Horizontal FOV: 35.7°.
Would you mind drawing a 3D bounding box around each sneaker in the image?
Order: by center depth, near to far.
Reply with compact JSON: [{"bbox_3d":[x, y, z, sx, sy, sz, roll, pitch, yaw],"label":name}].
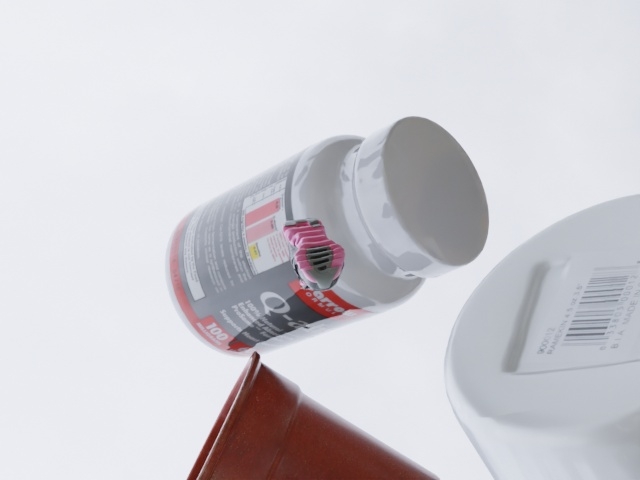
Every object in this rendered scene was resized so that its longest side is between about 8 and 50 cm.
[{"bbox_3d":[-0.006,0.024,0.915,0.047,0.119,0.057,-3,-66,-10],"label":"sneaker"}]

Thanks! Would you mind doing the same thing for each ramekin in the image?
[{"bbox_3d":[0.224,0.090,0.715,0.135,0.277,0.277,53,-136,-27],"label":"ramekin"}]

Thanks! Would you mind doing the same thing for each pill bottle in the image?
[{"bbox_3d":[0.000,0.000,1.163,0.210,0.363,0.210,21,-122,-38],"label":"pill bottle"}]

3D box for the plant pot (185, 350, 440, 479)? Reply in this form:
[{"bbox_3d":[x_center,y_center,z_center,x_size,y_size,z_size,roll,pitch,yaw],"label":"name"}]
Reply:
[{"bbox_3d":[-0.019,0.307,1.150,0.265,0.272,0.272,26,-128,-3],"label":"plant pot"}]
